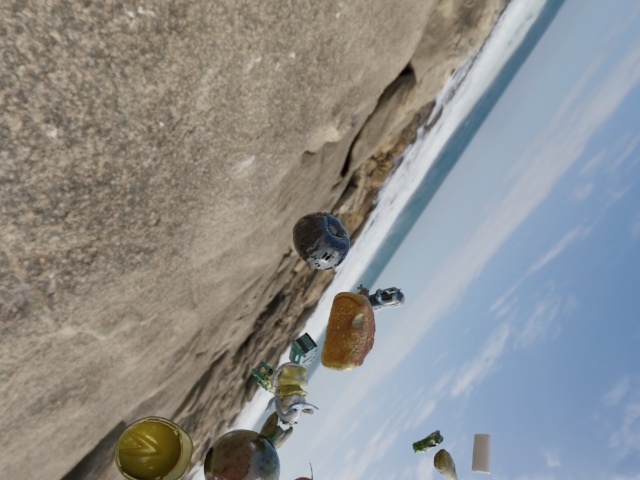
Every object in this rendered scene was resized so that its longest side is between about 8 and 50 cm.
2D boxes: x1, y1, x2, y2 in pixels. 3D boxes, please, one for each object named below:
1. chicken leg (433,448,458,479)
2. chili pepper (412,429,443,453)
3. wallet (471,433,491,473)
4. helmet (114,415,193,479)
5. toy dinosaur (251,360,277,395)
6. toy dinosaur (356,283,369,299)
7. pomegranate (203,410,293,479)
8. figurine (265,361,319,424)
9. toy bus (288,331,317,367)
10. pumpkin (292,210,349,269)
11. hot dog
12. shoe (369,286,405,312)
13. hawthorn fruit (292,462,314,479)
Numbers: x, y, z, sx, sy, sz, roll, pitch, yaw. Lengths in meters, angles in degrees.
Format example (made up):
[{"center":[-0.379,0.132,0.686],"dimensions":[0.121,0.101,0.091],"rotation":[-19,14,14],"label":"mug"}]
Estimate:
[{"center":[0.447,0.801,1.590],"dimensions":[0.070,0.178,0.093],"rotation":[-33,-172,-1],"label":"chicken leg"},{"center":[0.401,0.730,1.663],"dimensions":[0.073,0.050,0.182],"rotation":[-9,147,-29],"label":"chili pepper"},{"center":[0.540,0.712,1.534],"dimensions":[0.061,0.025,0.122],"rotation":[-14,-136,39],"label":"wallet"},{"center":[-0.574,0.697,1.530],"dimensions":[0.140,0.257,0.205],"rotation":[-19,-135,49],"label":"helmet"},{"center":[-0.230,0.665,2.133],"dimensions":[0.094,0.153,0.259],"rotation":[-37,137,-33],"label":"toy dinosaur"},{"center":[0.192,0.233,2.061],"dimensions":[0.154,0.055,0.049],"rotation":[-103,-169,-69],"label":"toy dinosaur"},{"center":[-0.228,0.671,1.420],"dimensions":[0.242,0.243,0.306],"rotation":[-60,180,23],"label":"pomegranate"},{"center":[-0.086,0.469,1.393],"dimensions":[0.209,0.129,0.183],"rotation":[1,-99,62],"label":"figurine"},{"center":[-0.070,0.430,1.766],"dimensions":[0.092,0.079,0.160],"rotation":[-27,153,-27],"label":"toy bus"},{"center":[0.000,0.000,1.697],"dimensions":[0.163,0.233,0.233],"rotation":[-43,178,29],"label":"pumpkin"},{"center":[0.096,0.305,1.508],"dimensions":[0.153,0.151,0.256],"rotation":[37,62,-58],"label":"hot dog"},{"center":[0.271,0.255,2.054],"dimensions":[0.091,0.208,0.106],"rotation":[-87,154,-43],"label":"shoe"},{"center":[-0.054,0.947,1.706],"dimensions":[0.204,0.163,0.162],"rotation":[-35,159,-45],"label":"hawthorn fruit"}]
